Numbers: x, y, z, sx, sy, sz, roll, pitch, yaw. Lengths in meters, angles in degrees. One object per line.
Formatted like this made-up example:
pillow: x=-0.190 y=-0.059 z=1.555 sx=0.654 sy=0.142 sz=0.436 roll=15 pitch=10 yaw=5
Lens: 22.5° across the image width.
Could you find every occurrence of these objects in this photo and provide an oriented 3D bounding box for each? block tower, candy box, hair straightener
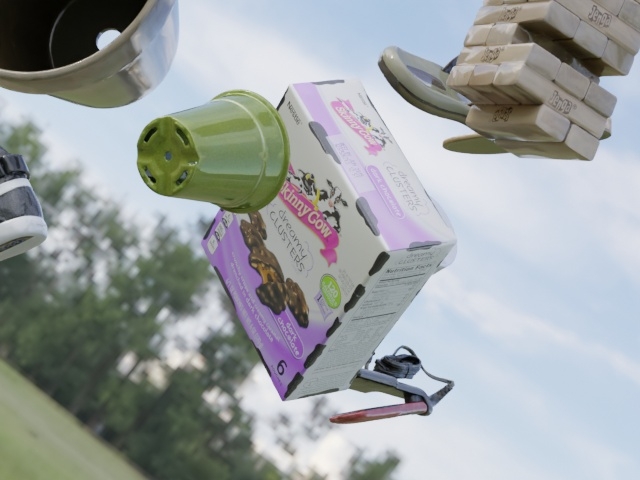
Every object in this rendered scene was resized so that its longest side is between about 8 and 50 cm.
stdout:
block tower: x=0.207 y=-0.228 z=1.177 sx=0.091 sy=0.335 sz=0.097 roll=28 pitch=-10 yaw=-29
candy box: x=0.000 y=0.000 z=1.242 sx=0.165 sy=0.070 sz=0.196 roll=61 pitch=-40 yaw=27
hair straightener: x=0.072 y=0.133 z=1.591 sx=0.047 sy=0.089 sz=0.230 roll=-16 pitch=-11 yaw=31

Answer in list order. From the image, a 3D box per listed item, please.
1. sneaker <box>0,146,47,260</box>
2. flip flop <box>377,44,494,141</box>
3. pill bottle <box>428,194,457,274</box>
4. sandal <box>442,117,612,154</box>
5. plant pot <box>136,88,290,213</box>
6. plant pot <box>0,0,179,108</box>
sneaker: x=-0.369 y=-0.023 z=1.535 sx=0.079 sy=0.217 sz=0.121 roll=39 pitch=33 yaw=-71
flip flop: x=0.180 y=-0.183 z=1.863 sx=0.277 sy=0.080 sz=0.112 roll=16 pitch=29 yaw=-42
pill bottle: x=0.042 y=0.025 z=1.628 sx=0.187 sy=0.112 sz=0.112 roll=-30 pitch=-62 yaw=35
sandal: x=0.283 y=-0.171 z=2.197 sx=0.240 sy=0.079 sz=0.088 roll=-4 pitch=-14 yaw=29
plant pot: x=-0.075 y=-0.056 z=1.039 sx=0.083 sy=0.083 sz=0.079 roll=32 pitch=22 yaw=27
plant pot: x=-0.309 y=-0.302 z=2.037 sx=0.323 sy=0.323 sz=0.280 roll=34 pitch=-8 yaw=17
